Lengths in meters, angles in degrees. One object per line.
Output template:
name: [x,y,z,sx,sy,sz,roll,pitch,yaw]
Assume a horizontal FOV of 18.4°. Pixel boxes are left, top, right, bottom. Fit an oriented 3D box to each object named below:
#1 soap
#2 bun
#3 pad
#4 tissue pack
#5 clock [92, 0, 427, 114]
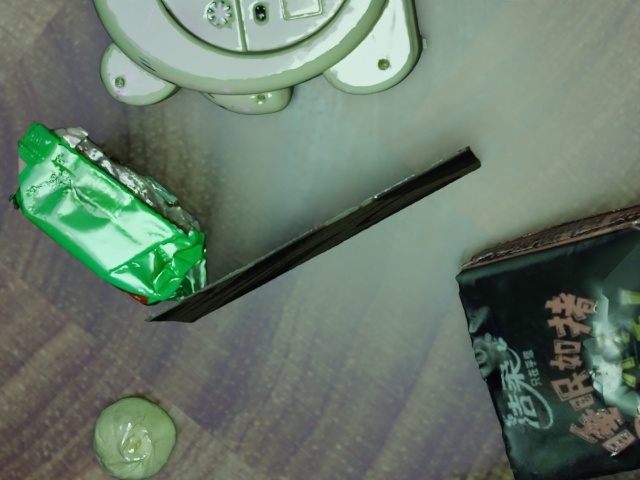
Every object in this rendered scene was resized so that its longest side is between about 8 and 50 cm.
soap: [-0.184,-0.016,1.834,0.218,0.273,0.098,37,87,-2]
bun: [-0.187,0.200,1.962,0.086,0.055,0.086,1,98,4]
pad: [0.000,0.000,1.840,0.330,0.220,0.004,-28,84,6]
tissue pack: [0.301,0.089,1.825,0.332,0.123,0.245,-17,88,37]
clock: [-0.068,-0.261,1.874,0.309,0.114,0.284,-8,98,7]
